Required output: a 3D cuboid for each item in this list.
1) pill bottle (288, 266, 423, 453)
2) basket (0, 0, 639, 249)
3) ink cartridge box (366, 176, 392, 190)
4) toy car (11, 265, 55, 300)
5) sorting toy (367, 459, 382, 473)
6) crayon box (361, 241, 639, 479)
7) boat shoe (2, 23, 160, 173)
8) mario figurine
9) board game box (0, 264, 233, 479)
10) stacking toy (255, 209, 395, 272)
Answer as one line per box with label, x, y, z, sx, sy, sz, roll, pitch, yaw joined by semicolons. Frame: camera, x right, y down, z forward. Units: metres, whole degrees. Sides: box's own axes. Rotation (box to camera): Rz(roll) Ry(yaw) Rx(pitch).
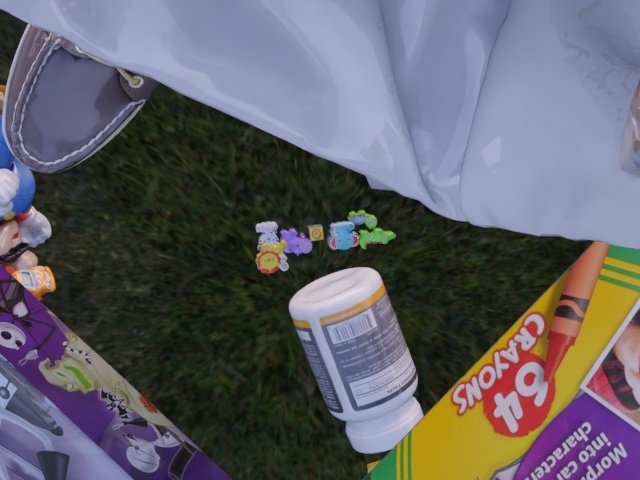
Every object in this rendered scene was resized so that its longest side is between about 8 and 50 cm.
pill bottle;0.066;0.198;1.751;0.162;0.162;0.278;-21;104;-2
basket;0.050;-0.162;0.310;0.331;0.328;0.266;24;85;-24
ink cartridge box;0.152;-0.129;1.225;0.191;0.082;0.139;6;68;20
toy car;-0.311;0.082;1.109;0.060;0.040;0.122;-16;62;18
sorting toy;0.140;0.330;1.115;0.132;0.046;0.274;-45;49;19
crayon box;0.191;0.181;0.587;0.106;0.313;0.363;23;116;-38
boat shoe;-0.148;-0.182;0.847;0.117;0.096;0.324;36;97;-23
mario figurine;-0.414;-0.044;1.450;0.170;0.198;0.320;35;111;37
board game box;-0.090;0.189;0.489;0.347;0.056;0.208;41;123;8
stacking toy;0.000;0.000;1.725;0.221;0.167;0.052;-8;104;-5
